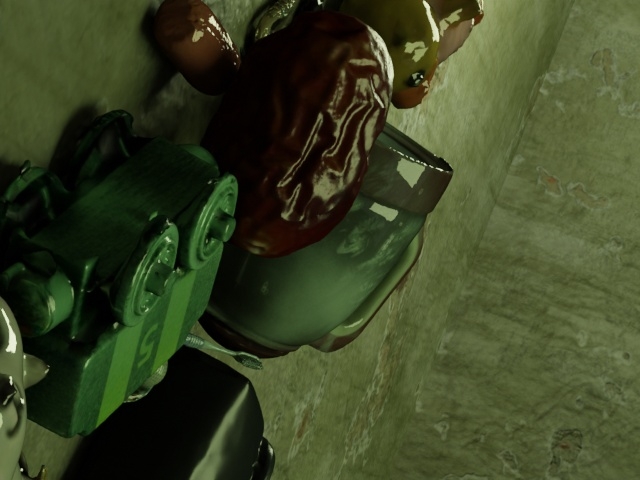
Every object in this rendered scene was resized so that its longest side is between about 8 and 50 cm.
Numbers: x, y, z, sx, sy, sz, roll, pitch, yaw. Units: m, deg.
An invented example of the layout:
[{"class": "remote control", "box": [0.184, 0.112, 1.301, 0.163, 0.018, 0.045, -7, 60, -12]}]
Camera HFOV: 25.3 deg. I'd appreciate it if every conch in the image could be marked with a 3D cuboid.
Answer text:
[{"class": "conch", "box": [-0.204, 0.129, 1.506, 0.076, 0.057, 0.085, -50, 130, -8]}]

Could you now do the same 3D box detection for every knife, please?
[{"class": "knife", "box": [0.009, -0.328, 1.670, 0.089, 0.043, 0.365, 87, 27, -57]}]

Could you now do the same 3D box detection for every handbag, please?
[{"class": "handbag", "box": [-0.165, 0.299, 1.617, 0.275, 0.178, 0.301, 75, 39, -64]}]

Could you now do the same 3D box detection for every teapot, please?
[{"class": "teapot", "box": [0.000, 0.000, 1.656, 0.315, 0.233, 0.312, 19, 108, -47]}]

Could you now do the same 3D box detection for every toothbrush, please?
[{"class": "toothbrush", "box": [-0.144, 0.107, 1.528, 0.219, 0.019, 0.016, 24, 101, -40]}]

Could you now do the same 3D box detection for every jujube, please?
[{"class": "jujube", "box": [-0.023, -0.102, 1.402, 0.250, 0.174, 0.174, -60, 163, -5]}]

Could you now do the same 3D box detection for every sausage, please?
[{"class": "sausage", "box": [-0.118, -0.188, 1.385, 0.154, 0.062, 0.062, 51, 61, -73]}]

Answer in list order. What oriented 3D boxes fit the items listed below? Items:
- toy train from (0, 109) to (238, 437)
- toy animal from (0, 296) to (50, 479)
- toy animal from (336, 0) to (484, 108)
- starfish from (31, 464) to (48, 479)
[{"class": "toy train", "box": [-0.188, 0.031, 1.255, 0.299, 0.167, 0.238, -44, 156, -55]}, {"class": "toy animal", "box": [-0.293, 0.138, 0.885, 0.310, 0.251, 0.251, 95, 22, -46]}, {"class": "toy animal", "box": [0.105, -0.277, 1.850, 0.169, 0.195, 0.281, 58, 36, -19]}, {"class": "starfish", "box": [-0.297, 0.253, 1.382, 0.133, 0.041, 0.130, -44, 160, 8]}]
